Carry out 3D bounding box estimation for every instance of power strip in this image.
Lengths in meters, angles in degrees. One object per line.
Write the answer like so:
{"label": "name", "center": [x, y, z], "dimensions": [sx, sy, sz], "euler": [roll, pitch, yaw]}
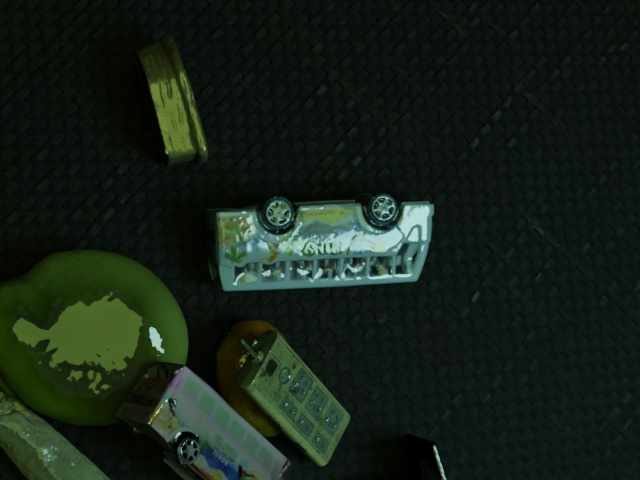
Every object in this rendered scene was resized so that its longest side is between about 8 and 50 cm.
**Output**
{"label": "power strip", "center": [-0.043, 0.212, 1.527], "dimensions": [0.268, 0.034, 0.092], "euler": [53, 57, -39]}

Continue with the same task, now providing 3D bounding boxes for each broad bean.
{"label": "broad bean", "center": [-0.320, 0.127, 1.489], "dimensions": [0.291, 0.119, 0.238], "euler": [14, 79, -15]}

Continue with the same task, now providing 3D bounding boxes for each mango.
{"label": "mango", "center": [-0.096, 0.193, 1.564], "dimensions": [0.115, 0.089, 0.165], "euler": [8, 84, -24]}

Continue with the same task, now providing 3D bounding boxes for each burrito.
{"label": "burrito", "center": [-0.351, 0.315, 1.490], "dimensions": [0.275, 0.059, 0.082], "euler": [45, 67, -6]}

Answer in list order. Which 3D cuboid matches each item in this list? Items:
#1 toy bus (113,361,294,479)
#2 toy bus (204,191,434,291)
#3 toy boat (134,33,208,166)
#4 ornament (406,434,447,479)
{"label": "toy bus", "center": [-0.146, 0.280, 1.485], "dimensions": [0.274, 0.090, 0.112], "euler": [49, 58, -33]}
{"label": "toy bus", "center": [0.000, 0.000, 1.606], "dimensions": [0.330, 0.109, 0.135], "euler": [-2, 93, -16]}
{"label": "toy boat", "center": [-0.214, -0.197, 1.563], "dimensions": [0.061, 0.116, 0.188], "euler": [-16, 89, -11]}
{"label": "ornament", "center": [0.083, 0.390, 1.568], "dimensions": [0.196, 0.153, 0.166], "euler": [-18, 87, -8]}
